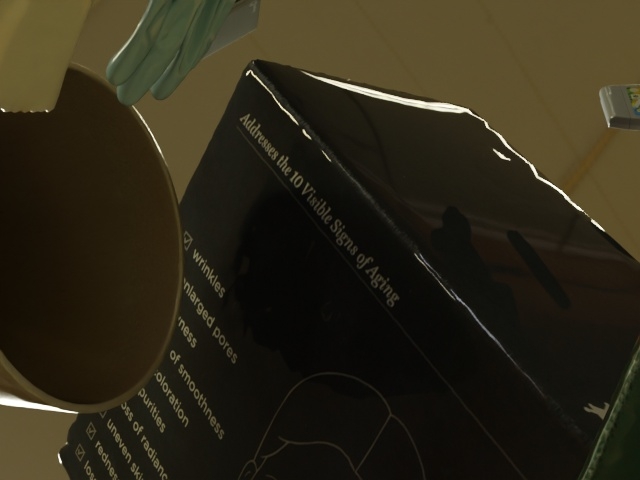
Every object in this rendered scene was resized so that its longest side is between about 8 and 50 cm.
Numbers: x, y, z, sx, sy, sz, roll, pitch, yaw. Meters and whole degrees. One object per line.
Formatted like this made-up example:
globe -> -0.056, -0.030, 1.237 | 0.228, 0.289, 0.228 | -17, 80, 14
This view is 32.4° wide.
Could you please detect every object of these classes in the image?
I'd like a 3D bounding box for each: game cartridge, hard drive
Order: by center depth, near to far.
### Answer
game cartridge -> 0.295, -0.119, 0.980 | 0.083, 0.056, 0.017 | -2, -45, 2
hard drive -> -0.122, -0.201, 1.082 | 0.135, 0.094, 0.022 | -32, -96, -11

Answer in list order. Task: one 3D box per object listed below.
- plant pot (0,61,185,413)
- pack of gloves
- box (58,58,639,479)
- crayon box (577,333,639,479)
plant pot -> -0.289, 0.012, 0.857 | 0.256, 0.274, 0.256 | 26, -120, -58
pack of gloves -> -0.068, -0.162, 0.430 | 0.232, 0.046, 0.195 | -65, -17, 12
box -> 0.054, 0.178, 0.955 | 0.297, 0.480, 0.471 | 4, -55, -40
crayon box -> 0.239, 0.099, 0.370 | 0.319, 0.202, 0.081 | 16, -84, -55
